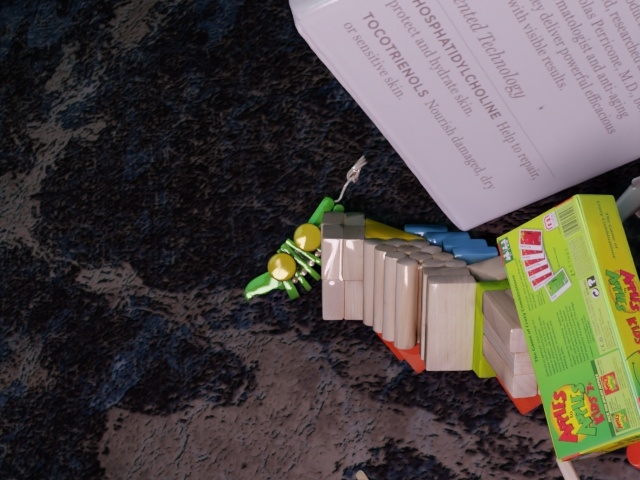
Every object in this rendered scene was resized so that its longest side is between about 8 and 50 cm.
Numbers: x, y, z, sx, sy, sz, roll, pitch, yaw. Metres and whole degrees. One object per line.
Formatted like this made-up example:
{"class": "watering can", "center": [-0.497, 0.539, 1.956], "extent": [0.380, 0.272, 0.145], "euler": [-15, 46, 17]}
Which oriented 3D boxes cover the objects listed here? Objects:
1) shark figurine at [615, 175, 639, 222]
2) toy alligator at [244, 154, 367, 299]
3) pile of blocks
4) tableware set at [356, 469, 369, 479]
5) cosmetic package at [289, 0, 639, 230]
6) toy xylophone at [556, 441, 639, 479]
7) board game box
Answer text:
{"class": "shark figurine", "center": [0.328, -0.064, 1.127], "extent": [0.278, 0.116, 0.166], "euler": [-13, 49, 3]}
{"class": "toy alligator", "center": [0.000, 0.000, 1.382], "extent": [0.051, 0.056, 0.189], "euler": [42, 88, 0]}
{"class": "pile of blocks", "center": [0.128, 0.068, 1.237], "extent": [0.362, 0.149, 0.112], "euler": [26, 122, 50]}
{"class": "tableware set", "center": [0.028, 0.292, 1.205], "extent": [0.168, 0.020, 0.141], "euler": [-47, 50, -1]}
{"class": "cosmetic package", "center": [0.209, -0.281, 1.212], "extent": [0.394, 0.327, 0.329], "euler": [-24, 46, 19]}
{"class": "toy xylophone", "center": [0.293, 0.155, 0.993], "extent": [0.236, 0.081, 0.322], "euler": [-48, 23, 23]}
{"class": "board game box", "center": [0.200, 0.066, 1.025], "extent": [0.092, 0.043, 0.181], "euler": [-33, 64, 48]}
